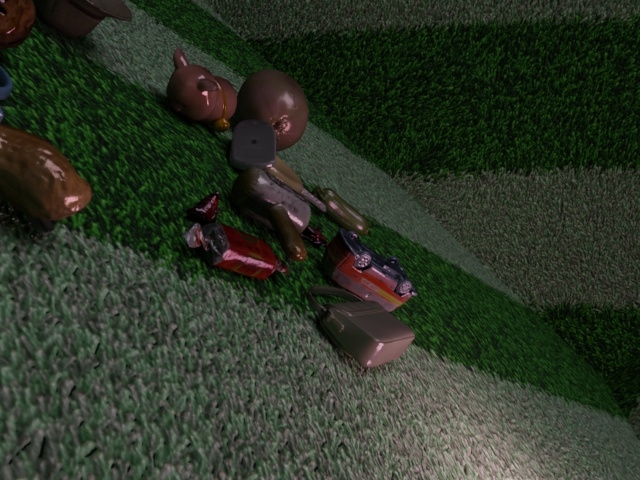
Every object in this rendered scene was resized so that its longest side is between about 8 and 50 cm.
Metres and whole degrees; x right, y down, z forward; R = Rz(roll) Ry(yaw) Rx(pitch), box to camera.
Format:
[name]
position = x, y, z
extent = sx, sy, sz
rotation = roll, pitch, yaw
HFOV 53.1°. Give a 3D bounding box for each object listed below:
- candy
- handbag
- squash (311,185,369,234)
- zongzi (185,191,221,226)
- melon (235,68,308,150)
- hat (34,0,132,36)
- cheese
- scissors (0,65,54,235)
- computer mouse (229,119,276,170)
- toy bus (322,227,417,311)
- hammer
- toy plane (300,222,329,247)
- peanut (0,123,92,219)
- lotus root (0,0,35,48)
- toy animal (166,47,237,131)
[candy]
position = -0.157, 0.022, 1.226
extent = 0.292, 0.059, 0.086
rotation = 23, 30, -48
[handbag]
position = 0.077, 0.174, 1.387
extent = 0.219, 0.079, 0.256
rotation = 40, 14, 25
[squash]
position = 0.061, -0.090, 1.950
extent = 0.219, 0.068, 0.077
rotation = 39, -3, -19
[zongzi]
position = -0.224, -0.045, 1.272
extent = 0.073, 0.067, 0.083
rotation = 53, 35, -9
[melon]
position = -0.148, -0.399, 1.957
extent = 0.223, 0.223, 0.316
rotation = 34, 21, -29
[hat]
position = -0.583, -0.553, 1.487
extent = 0.257, 0.130, 0.257
rotation = 40, 17, -15
[cheese]
position = -0.076, -0.157, 1.835
extent = 0.252, 0.054, 0.127
rotation = 35, 23, -28
[scissors]
position = -0.496, -0.168, 0.957
extent = 0.447, 0.029, 0.193
rotation = 52, 19, 24
[computer mouse]
position = -0.180, -0.247, 1.731
extent = 0.128, 0.079, 0.230
rotation = 3, 40, -2
[toy bus]
position = 0.115, 0.079, 1.598
extent = 0.265, 0.120, 0.121
rotation = 32, 21, -35
[hammer]
position = -0.084, -0.038, 1.414
extent = 0.202, 0.113, 0.305
rotation = 29, 18, -32
[toy plane]
position = 0.000, 0.000, 1.667
extent = 0.145, 0.037, 0.060
rotation = 32, 25, -31
[peanut]
position = -0.426, -0.106, 0.826
extent = 0.263, 0.101, 0.117
rotation = 26, 57, -25
[lotus root]
position = -0.583, -0.427, 1.115
extent = 0.193, 0.193, 0.291
rotation = 31, 3, -36
[toy animal]
position = -0.308, -0.381, 1.705
extent = 0.165, 0.149, 0.248
rotation = 33, 3, 15
